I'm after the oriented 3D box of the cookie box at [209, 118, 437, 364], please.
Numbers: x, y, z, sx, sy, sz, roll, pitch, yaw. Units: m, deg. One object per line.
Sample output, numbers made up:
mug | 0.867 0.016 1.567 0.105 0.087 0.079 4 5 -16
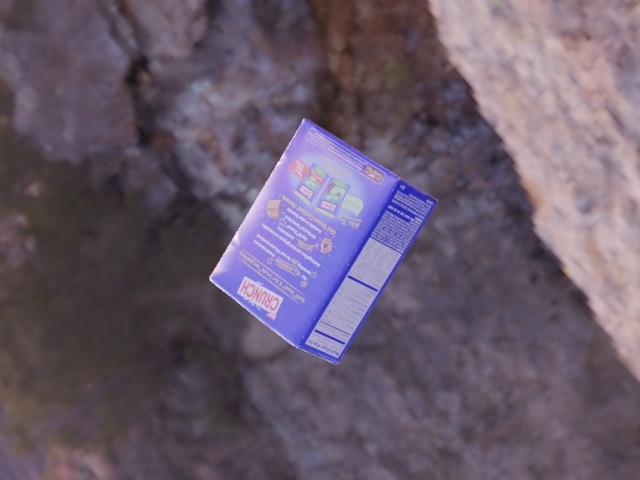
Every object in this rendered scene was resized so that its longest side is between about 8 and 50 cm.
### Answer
cookie box | 0.000 0.000 0.973 0.040 0.107 0.092 28 -175 -44
